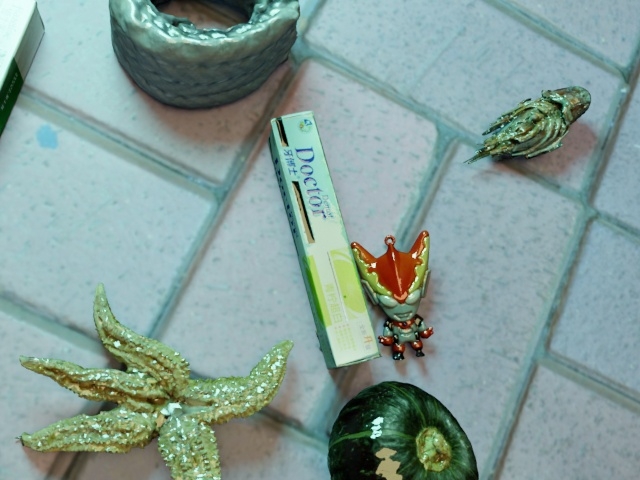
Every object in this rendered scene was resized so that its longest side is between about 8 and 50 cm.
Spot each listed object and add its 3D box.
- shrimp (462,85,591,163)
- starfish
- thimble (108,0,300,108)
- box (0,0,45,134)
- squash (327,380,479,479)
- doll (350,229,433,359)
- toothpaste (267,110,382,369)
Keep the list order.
[{"bbox_3d":[0.310,-0.162,1.028,0.233,0.079,0.090,-29,80,-13],"label":"shrimp"},{"bbox_3d":[-0.216,0.206,0.814,0.294,0.084,0.301,22,70,-3],"label":"starfish"},{"bbox_3d":[-0.153,-0.299,0.908,0.246,0.157,0.217,-2,78,-14],"label":"thimble"},{"bbox_3d":[-0.451,-0.226,0.863,0.135,0.081,0.199,18,75,-9],"label":"box"},{"bbox_3d":[0.100,0.270,0.836,0.193,0.156,0.193,6,55,-9],"label":"squash"},{"bbox_3d":[0.107,0.076,0.935,0.109,0.057,0.169,-10,92,2],"label":"doll"},{"bbox_3d":[0.000,0.000,0.913,0.067,0.081,0.336,-13,80,-12],"label":"toothpaste"}]
